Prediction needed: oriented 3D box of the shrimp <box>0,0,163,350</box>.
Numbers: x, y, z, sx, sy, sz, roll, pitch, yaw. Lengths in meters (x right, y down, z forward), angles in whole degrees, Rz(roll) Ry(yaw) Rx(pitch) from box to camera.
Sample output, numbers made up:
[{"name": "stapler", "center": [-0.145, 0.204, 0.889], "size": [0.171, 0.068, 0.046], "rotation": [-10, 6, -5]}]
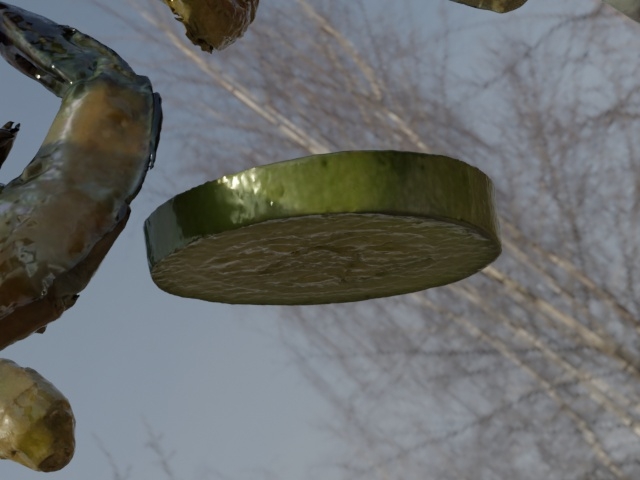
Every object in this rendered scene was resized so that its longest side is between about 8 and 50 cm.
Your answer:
[{"name": "shrimp", "center": [-0.268, -0.086, 0.894], "size": [0.272, 0.445, 0.085], "rotation": [-33, -42, -8]}]

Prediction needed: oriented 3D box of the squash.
[{"name": "squash", "center": [0.000, 0.000, 0.922], "size": [0.252, 0.048, 0.252], "rotation": [-6, -14, -2]}]

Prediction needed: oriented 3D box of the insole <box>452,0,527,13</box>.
[{"name": "insole", "center": [0.049, -0.222, 0.945], "size": [0.248, 0.011, 0.081], "rotation": [15, -70, -18]}]

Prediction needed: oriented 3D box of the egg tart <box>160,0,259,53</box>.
[{"name": "egg tart", "center": [-0.139, -0.338, 1.360], "size": [0.295, 0.116, 0.294], "rotation": [-2, -90, -76]}]

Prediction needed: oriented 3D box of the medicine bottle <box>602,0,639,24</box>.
[{"name": "medicine bottle", "center": [0.265, -0.303, 0.673], "size": [0.219, 0.219, 0.388], "rotation": [-12, -32, -50]}]

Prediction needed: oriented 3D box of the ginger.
[{"name": "ginger", "center": [-0.430, 0.132, 1.326], "size": [0.363, 0.348, 0.122], "rotation": [-33, -25, 25]}]
